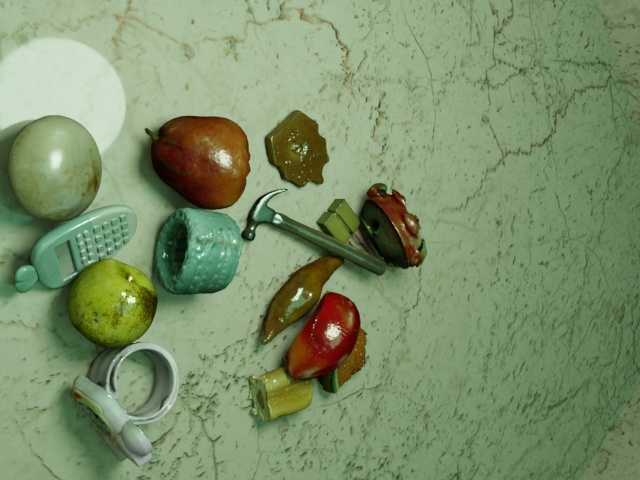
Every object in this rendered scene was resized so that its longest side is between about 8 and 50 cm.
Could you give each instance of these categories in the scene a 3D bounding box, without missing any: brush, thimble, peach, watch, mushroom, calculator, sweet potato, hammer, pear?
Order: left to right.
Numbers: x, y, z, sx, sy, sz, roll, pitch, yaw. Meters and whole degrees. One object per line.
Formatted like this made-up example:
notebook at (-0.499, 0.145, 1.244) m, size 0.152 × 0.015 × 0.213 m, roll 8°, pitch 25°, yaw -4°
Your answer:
mushroom at (-0.562, -0.150, 1.378) m, size 0.226 × 0.178 × 0.226 m, roll 1°, pitch 90°, yaw -70°
calculator at (-0.532, 0.017, 1.436) m, size 0.295 × 0.042 × 0.184 m, roll -33°, pitch 157°, yaw -30°
pear at (-0.468, 0.147, 1.466) m, size 0.197 × 0.197 × 0.197 m, roll -5°, pitch 98°, yaw -36°
watch at (-0.427, 0.361, 1.533) m, size 0.217 × 0.211 × 0.248 m, roll -42°, pitch 110°, yaw -34°
thimble at (-0.288, 0.026, 1.561) m, size 0.143 × 0.235 × 0.198 m, roll 5°, pitch 64°, yaw -36°
sweet potato at (-0.054, 0.146, 1.821) m, size 0.359 × 0.112 × 0.112 m, roll -51°, pitch 121°, yaw -25°
hammer at (0.000, 0.000, 1.833) m, size 0.440 × 0.044 × 0.168 m, roll 26°, pitch 85°, yaw -25°
peach at (0.015, 0.265, 1.790) m, size 0.159 × 0.154 × 0.267 m, roll 31°, pitch 60°, yaw 11°
brush at (0.090, -0.008, 1.948) m, size 0.103 × 0.047 × 0.233 m, roll -51°, pitch 122°, yaw -20°

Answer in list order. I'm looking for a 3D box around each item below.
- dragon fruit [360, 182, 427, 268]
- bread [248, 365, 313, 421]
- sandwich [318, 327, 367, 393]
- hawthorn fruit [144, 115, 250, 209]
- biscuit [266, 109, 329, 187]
dragon fruit at (0.208, -0.033, 1.915) m, size 0.130 × 0.295 × 0.268 m, roll -29°, pitch 123°, yaw 0°
bread at (-0.108, 0.418, 1.826) m, size 0.173 × 0.085 × 0.134 m, roll -9°, pitch 93°, yaw -34°
sandwich at (0.063, 0.321, 1.953) m, size 0.159 × 0.079 × 0.235 m, roll -5°, pitch 102°, yaw -46°
hawthorn fruit at (-0.294, -0.196, 1.553) m, size 0.261 × 0.224 × 0.224 m, roll 15°, pitch 86°, yaw -21°
biscuit at (-0.054, -0.239, 1.821) m, size 0.182 × 0.034 × 0.215 m, roll -46°, pitch 122°, yaw -22°
